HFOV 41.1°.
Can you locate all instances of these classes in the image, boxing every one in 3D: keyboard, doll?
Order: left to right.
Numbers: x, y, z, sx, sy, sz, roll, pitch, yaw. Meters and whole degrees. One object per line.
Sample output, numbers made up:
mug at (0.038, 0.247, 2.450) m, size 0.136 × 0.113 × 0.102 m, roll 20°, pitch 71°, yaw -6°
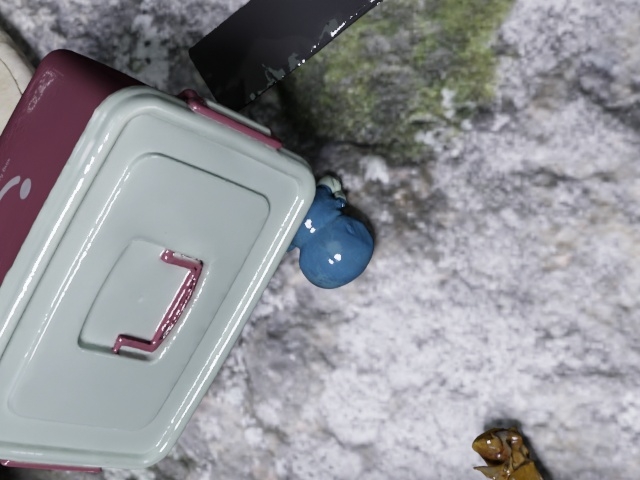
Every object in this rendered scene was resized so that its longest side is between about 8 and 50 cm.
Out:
keyboard at (-0.018, -0.186, 0.707) m, size 0.196 × 0.015 × 0.074 m, roll -35°, pitch 75°, yaw 14°
doll at (0.000, 0.000, 0.679) m, size 0.076 × 0.050 × 0.083 m, roll -42°, pitch 79°, yaw 17°

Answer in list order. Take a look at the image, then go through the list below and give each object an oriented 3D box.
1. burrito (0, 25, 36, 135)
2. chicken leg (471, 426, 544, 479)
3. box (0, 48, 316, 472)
burrito at (-0.293, -0.137, 0.771) m, size 0.082 × 0.059 × 0.275 m, roll -41°, pitch 77°, yaw -2°
chicken leg at (0.158, 0.235, 0.608) m, size 0.101 × 0.085 × 0.207 m, roll -35°, pitch 70°, yaw 26°
box at (-0.163, 0.010, 0.645) m, size 0.167 × 0.193 × 0.294 m, roll 40°, pitch 103°, yaw 46°
